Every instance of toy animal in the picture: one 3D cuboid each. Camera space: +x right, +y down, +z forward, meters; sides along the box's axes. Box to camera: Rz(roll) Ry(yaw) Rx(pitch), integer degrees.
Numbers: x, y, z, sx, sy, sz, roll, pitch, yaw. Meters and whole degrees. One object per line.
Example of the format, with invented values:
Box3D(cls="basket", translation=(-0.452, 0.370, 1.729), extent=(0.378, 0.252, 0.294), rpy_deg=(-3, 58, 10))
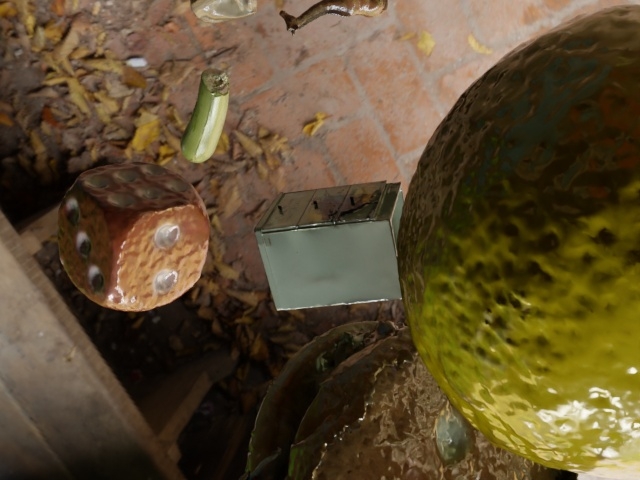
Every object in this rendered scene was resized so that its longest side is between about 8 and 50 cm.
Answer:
Box3D(cls="toy animal", translation=(0.035, -0.502, 1.459), extent=(0.224, 0.230, 0.066), rpy_deg=(15, 162, -17))

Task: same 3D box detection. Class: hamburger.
Box3D(cls="hamburger", translation=(0.076, 0.212, 0.657), extent=(0.277, 0.318, 0.195), rpy_deg=(53, 159, -6))

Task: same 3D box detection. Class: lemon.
Box3D(cls="lemon", translation=(0.168, 0.009, 0.409), extent=(0.253, 0.253, 0.310), rpy_deg=(29, 132, 0))

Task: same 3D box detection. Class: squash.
Box3D(cls="squash", translation=(-0.255, -0.263, 1.555), extent=(0.083, 0.083, 0.250), rpy_deg=(30, 139, 0))

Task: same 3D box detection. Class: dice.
Box3D(cls="dice", translation=(-0.285, -0.010, 1.087), extent=(0.174, 0.175, 0.179), rpy_deg=(34, 121, 33))

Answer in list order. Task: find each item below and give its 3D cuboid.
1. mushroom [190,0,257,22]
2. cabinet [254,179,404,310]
Box3D(cls="mushroom", translation=(-0.162, -0.490, 1.058), extent=(0.292, 0.292, 0.290), rpy_deg=(-9, 75, 18))
Box3D(cls="cabinet", translation=(0.028, 0.003, 1.103), extent=(0.206, 0.145, 0.150), rpy_deg=(-6, 115, 16))
